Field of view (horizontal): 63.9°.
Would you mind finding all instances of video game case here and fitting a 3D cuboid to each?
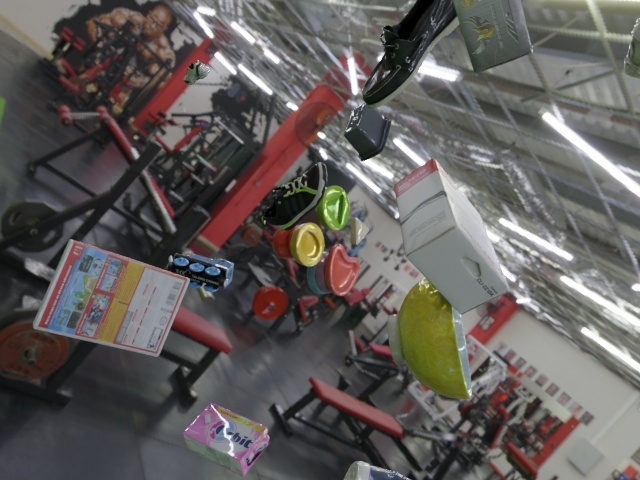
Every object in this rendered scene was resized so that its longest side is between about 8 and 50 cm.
[{"bbox_3d":[-0.467,0.139,1.175,0.285,0.204,0.025,24,-4,-34],"label":"video game case"}]

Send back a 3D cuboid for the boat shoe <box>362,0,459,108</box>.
[{"bbox_3d":[0.193,-0.455,1.150,0.113,0.340,0.127,29,30,-34],"label":"boat shoe"}]

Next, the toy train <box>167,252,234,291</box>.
[{"bbox_3d":[-0.343,0.088,1.475,0.184,0.080,0.105,15,22,9],"label":"toy train"}]

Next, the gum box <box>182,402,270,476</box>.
[{"bbox_3d":[-0.225,0.482,1.249,0.188,0.107,0.062,13,-56,27],"label":"gum box"}]

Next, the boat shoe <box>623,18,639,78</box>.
[{"bbox_3d":[0.716,-0.394,1.120,0.277,0.096,0.098,5,55,-47],"label":"boat shoe"}]

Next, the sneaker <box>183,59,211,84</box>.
[{"bbox_3d":[-0.319,-0.426,1.295,0.044,0.040,0.109,38,-27,-33],"label":"sneaker"}]

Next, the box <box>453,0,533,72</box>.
[{"bbox_3d":[0.137,-0.301,0.478,0.231,0.056,0.183,60,30,-31],"label":"box"}]

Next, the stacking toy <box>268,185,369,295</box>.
[{"bbox_3d":[0.000,0.000,1.537,0.130,0.279,0.309,2,-34,38],"label":"stacking toy"}]

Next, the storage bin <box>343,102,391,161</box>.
[{"bbox_3d":[0.115,-0.290,1.353,0.098,0.135,0.091,-21,-52,43],"label":"storage bin"}]

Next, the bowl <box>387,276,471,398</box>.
[{"bbox_3d":[0.242,0.218,1.174,0.289,0.156,0.289,-11,90,-73],"label":"bowl"}]

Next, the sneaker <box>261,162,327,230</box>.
[{"bbox_3d":[-0.071,-0.105,1.272,0.097,0.234,0.084,17,41,-29],"label":"sneaker"}]

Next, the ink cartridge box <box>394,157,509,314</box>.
[{"bbox_3d":[0.262,-0.014,1.058,0.197,0.114,0.273,44,25,-24],"label":"ink cartridge box"}]

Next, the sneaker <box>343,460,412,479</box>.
[{"bbox_3d":[0.130,0.697,1.176,0.236,0.322,0.130,26,-16,-6],"label":"sneaker"}]

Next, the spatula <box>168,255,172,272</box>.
[{"bbox_3d":[-0.485,0.166,1.606,0.019,0.168,0.242,14,25,-29],"label":"spatula"}]
